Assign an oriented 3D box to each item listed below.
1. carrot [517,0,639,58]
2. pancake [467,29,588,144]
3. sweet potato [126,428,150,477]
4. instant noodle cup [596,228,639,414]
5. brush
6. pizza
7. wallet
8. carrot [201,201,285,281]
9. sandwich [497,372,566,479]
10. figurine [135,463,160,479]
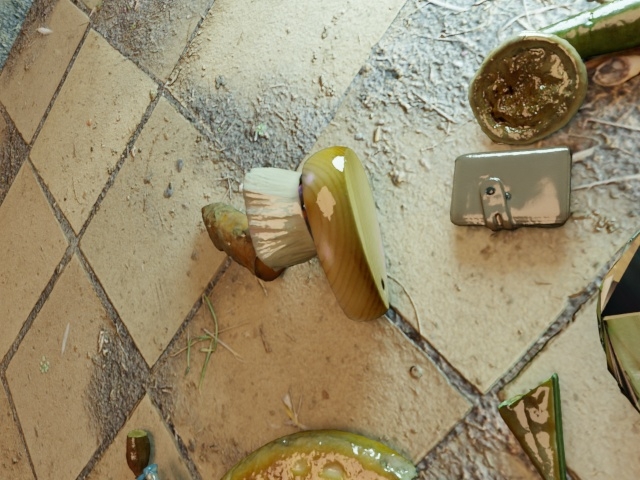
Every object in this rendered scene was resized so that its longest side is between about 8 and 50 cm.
[{"bbox_3d":[0.408,-0.267,0.522,0.358,0.074,0.074,-1,81,36],"label":"carrot"},{"bbox_3d":[0.274,-0.200,0.595,0.152,0.025,0.151,16,118,32],"label":"pancake"},{"bbox_3d":[-0.373,0.453,0.909,0.049,0.049,0.117,-18,78,29],"label":"sweet potato"},{"bbox_3d":[0.387,0.080,0.401,0.240,0.178,0.240,-7,78,32],"label":"instant noodle cup"},{"bbox_3d":[0.000,0.000,0.666,0.166,0.174,0.266,-16,83,18],"label":"brush"},{"bbox_3d":[-0.016,0.400,0.642,0.335,0.086,0.226,-18,65,14],"label":"pizza"},{"bbox_3d":[0.255,-0.070,0.601,0.153,0.039,0.118,1,80,32],"label":"wallet"},{"bbox_3d":[-0.159,-0.018,0.840,0.263,0.102,0.102,31,99,39],"label":"carrot"},{"bbox_3d":[0.276,0.226,0.510,0.074,0.074,0.116,-40,63,21],"label":"sandwich"},{"bbox_3d":[-0.292,0.554,0.801,0.205,0.103,0.260,-45,62,18],"label":"figurine"}]
